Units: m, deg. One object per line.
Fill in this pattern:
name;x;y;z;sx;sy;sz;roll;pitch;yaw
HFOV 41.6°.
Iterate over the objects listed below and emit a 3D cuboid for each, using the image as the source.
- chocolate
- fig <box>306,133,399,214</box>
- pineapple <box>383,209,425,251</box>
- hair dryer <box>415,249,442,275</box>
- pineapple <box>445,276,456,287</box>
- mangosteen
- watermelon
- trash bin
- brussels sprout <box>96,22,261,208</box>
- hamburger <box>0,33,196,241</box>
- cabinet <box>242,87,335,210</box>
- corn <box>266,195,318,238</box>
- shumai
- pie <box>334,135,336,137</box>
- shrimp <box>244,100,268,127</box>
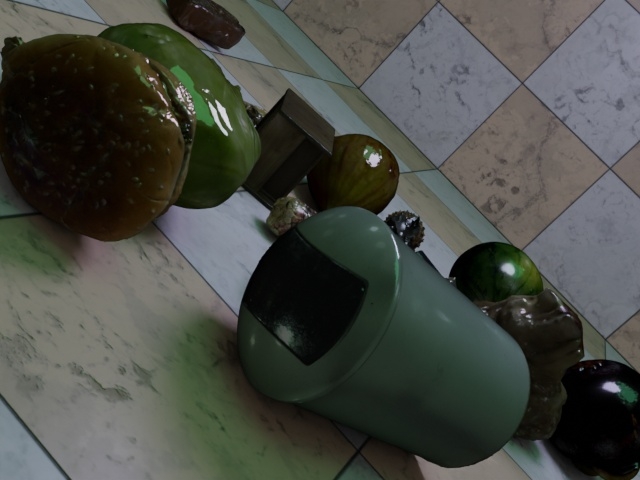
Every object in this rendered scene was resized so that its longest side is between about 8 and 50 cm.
chocolate;-0.319;-0.616;2.341;0.214;0.093;0.148;25;27;-45
fig;0.047;-0.107;1.891;0.217;0.217;0.321;42;39;-7
pineapple;0.197;-0.014;2.025;0.125;0.125;0.251;45;5;2
hair dryer;0.206;0.092;1.964;0.128;0.070;0.255;52;26;23
pineapple;0.173;0.121;1.637;0.175;0.175;0.361;47;13;10
mangosteen;0.633;0.419;1.889;0.275;0.274;0.302;-27;105;-72
watermelon;0.433;0.122;2.092;0.242;0.242;0.242;39;18;-15
trash bin;0.087;0.145;1.204;0.432;0.280;0.280;35;19;-38
brussels sprout;-0.244;-0.184;1.281;0.328;0.247;0.328;53;4;-5
hamburger;-0.285;-0.139;1.058;0.286;0.243;0.146;60;21;1
cabinet;-0.082;-0.193;1.759;0.148;0.175;0.215;40;18;-13
corn;0.000;0.000;1.653;0.253;0.086;0.086;33;20;-37
shumai;0.418;0.222;1.747;0.346;0.283;0.217;44;19;5
pie;0.062;-0.200;2.184;0.274;0.105;0.257;26;11;-41
shrimp;-0.155;-0.296;2.060;0.143;0.052;0.251;33;10;-1
